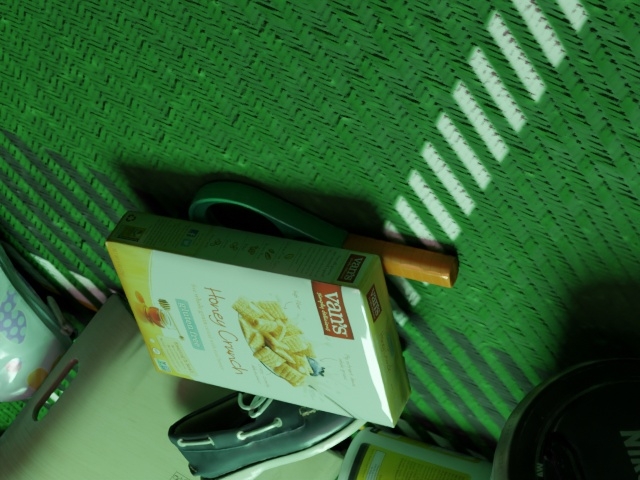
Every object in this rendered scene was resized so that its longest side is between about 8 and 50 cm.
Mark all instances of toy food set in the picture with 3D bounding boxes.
[{"bbox_3d":[-0.146,0.220,1.651,0.306,0.219,0.092,35,-171,-21],"label":"toy food set"}]

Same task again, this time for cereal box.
[{"bbox_3d":[-0.050,0.066,1.396,0.240,0.047,0.173,10,138,26],"label":"cereal box"}]

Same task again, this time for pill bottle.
[{"bbox_3d":[0.112,0.250,1.587,0.184,0.103,0.103,15,150,17],"label":"pill bottle"}]

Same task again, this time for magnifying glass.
[{"bbox_3d":[0.000,0.000,1.346,0.231,0.026,0.092,15,149,20],"label":"magnifying glass"}]

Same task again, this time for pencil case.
[{"bbox_3d":[-0.336,0.043,1.569,0.124,0.113,0.273,-1,143,24],"label":"pencil case"}]

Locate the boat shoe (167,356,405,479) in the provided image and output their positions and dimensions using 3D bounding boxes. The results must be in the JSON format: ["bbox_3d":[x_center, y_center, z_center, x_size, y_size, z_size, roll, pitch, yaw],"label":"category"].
[{"bbox_3d":[-0.035,0.149,1.514,0.254,0.095,0.079,-29,111,37],"label":"boat shoe"}]

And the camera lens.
[{"bbox_3d":[0.241,0.240,1.357,0.219,0.219,0.274,18,150,11],"label":"camera lens"}]
